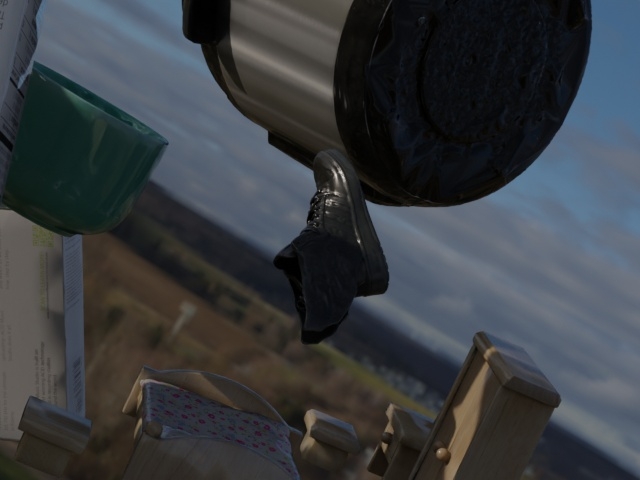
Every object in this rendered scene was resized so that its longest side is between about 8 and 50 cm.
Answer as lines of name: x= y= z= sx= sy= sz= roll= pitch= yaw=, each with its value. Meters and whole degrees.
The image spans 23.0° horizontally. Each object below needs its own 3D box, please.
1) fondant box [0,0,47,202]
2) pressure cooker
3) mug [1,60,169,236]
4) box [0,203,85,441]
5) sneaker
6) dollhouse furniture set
fondant box: x=-0.276 y=-0.184 z=0.909 sx=0.238 sy=0.330 sz=0.096 roll=12 pitch=-6 yaw=-4
pressure cooker: x=0.066 y=-0.266 z=1.869 sx=0.420 sy=0.375 sz=0.370 roll=31 pitch=-14 yaw=45
mug: x=-0.188 y=-0.062 z=1.169 sx=0.129 sy=0.097 sz=0.158 roll=31 pitch=3 yaw=8
box: x=-0.378 y=0.061 z=1.456 sx=0.322 sy=0.232 sz=0.058 roll=5 pitch=19 yaw=8
sneaker: x=-0.001 y=0.001 z=1.313 sx=0.051 sy=0.089 sz=0.170 roll=111 pitch=-37 yaw=-58
dollhouse furniture set: x=-0.026 y=0.104 z=1.189 sx=0.355 sy=0.174 sz=0.303 roll=24 pitch=9 yaw=-11
